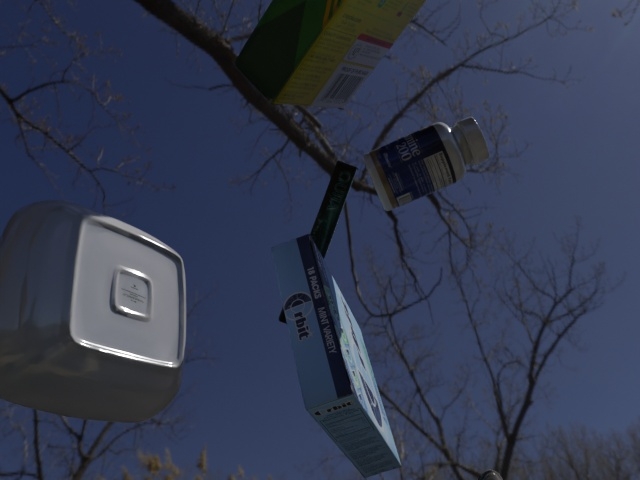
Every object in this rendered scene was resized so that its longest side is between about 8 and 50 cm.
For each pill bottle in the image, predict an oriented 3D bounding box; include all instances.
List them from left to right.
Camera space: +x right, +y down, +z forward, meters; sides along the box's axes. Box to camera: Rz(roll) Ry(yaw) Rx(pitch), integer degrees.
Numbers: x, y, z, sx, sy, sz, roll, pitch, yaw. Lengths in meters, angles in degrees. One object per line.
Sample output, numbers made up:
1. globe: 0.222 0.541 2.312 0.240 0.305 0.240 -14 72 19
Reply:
1. pill bottle: 0.111 -0.083 0.617 0.120 0.067 0.067 -23 -43 7

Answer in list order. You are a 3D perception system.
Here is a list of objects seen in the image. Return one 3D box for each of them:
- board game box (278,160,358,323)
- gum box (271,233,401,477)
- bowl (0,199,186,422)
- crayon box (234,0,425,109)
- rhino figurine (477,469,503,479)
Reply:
1. board game box: 0.000 0.000 0.689 0.026 0.126 0.186 21 -84 1
2. gum box: 0.016 0.110 0.534 0.041 0.157 0.184 -20 -39 5
3. bowl: -0.145 0.044 0.400 0.053 0.142 0.142 -25 -35 28
4. crayon box: 0.055 -0.310 0.717 0.318 0.081 0.202 -49 -15 26
5. rhino figurine: 0.160 0.267 0.484 0.073 0.106 0.243 -1 3 1
